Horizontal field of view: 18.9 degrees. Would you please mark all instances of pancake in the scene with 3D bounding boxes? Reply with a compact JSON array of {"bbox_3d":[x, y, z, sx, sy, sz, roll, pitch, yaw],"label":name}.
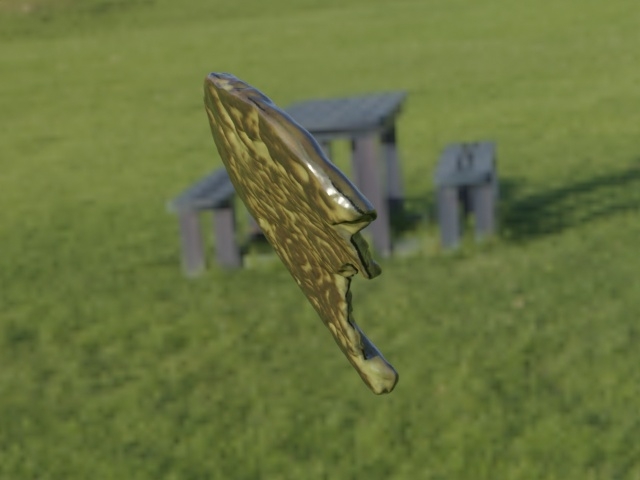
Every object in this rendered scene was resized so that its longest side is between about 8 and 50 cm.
[{"bbox_3d":[0.000,0.000,0.886,0.020,0.184,0.190,-33,10,-11],"label":"pancake"}]
